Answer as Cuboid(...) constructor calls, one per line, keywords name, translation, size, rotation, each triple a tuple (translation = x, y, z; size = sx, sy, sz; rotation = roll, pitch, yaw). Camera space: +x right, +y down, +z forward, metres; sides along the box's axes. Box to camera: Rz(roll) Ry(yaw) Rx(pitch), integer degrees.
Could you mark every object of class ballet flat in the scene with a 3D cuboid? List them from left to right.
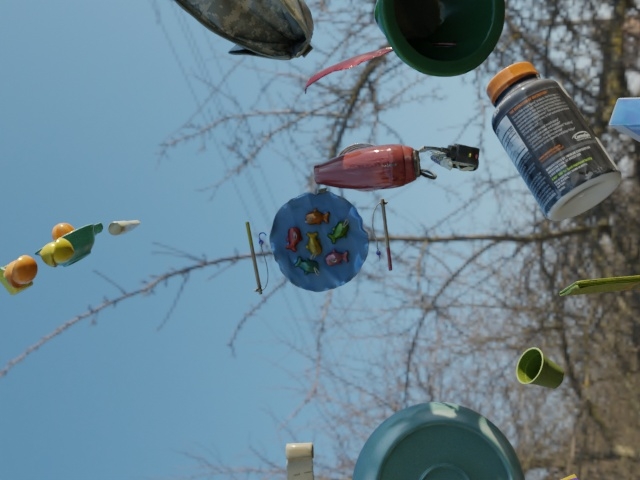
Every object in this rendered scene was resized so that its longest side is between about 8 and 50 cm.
Cuboid(name="ballet flat", translation=(0.309, -0.178, 1.934), size=(0.041, 0.114, 0.041), rotation=(-174, 90, -85))

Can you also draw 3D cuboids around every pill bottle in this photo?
Cuboid(name="pill bottle", translation=(0.356, -0.164, 1.333), size=(0.245, 0.130, 0.130), rotation=(65, -167, 22))

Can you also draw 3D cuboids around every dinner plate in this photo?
Cuboid(name="dinner plate", translation=(0.104, -0.174, 1.985), size=(0.017, 0.141, 0.141), rotation=(-77, -23, -47))

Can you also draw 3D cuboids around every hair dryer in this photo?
Cuboid(name="hair dryer", translation=(0.126, -0.121, 1.556), size=(0.293, 0.223, 0.080), rotation=(-1, -100, -24))

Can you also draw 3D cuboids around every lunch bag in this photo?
Cuboid(name="lunch bag", translation=(-0.138, -0.450, 1.617), size=(0.169, 0.287, 0.235), rotation=(-50, 11, 17))

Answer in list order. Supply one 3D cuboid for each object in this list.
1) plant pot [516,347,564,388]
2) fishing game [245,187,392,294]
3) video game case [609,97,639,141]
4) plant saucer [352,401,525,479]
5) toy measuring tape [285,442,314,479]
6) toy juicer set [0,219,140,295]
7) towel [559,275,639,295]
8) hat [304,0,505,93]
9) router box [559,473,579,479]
Cuboid(name="plant pot", translation=(0.483, 0.285, 1.832), size=(0.079, 0.083, 0.083), rotation=(24, -116, -22))
Cuboid(name="fishing game", translation=(0.000, 0.000, 1.533), size=(0.041, 0.264, 0.189), rotation=(-165, 69, -84))
Cuboid(name="video game case", translation=(0.700, -0.183, 1.502), size=(0.244, 0.269, 0.061), rotation=(20, -90, -25))
Cuboid(name="plant saucer", translation=(0.213, 0.440, 1.462), size=(0.044, 0.318, 0.317), rotation=(119, 161, -75))
Cuboid(name="toy measuring tape", translation=(-0.013, 0.408, 1.207), size=(0.121, 0.121, 0.330), rotation=(-42, -48, -59))
Cuboid(name="toy juicer set", translation=(-0.533, 0.000, 1.787), size=(0.329, 0.209, 0.089), rotation=(-29, -88, -18))
Cuboid(name="towel", translation=(0.671, 0.105, 1.910), size=(0.102, 0.237, 0.021), rotation=(111, 153, -69))
Cuboid(name="hat", translation=(0.103, -0.290, 1.100), size=(0.208, 0.183, 0.173), rotation=(-7, -83, -24))
Cuboid(name="router box", translation=(0.503, 0.675, 1.741), size=(0.081, 0.243, 0.309), rotation=(-9, -42, -34))
